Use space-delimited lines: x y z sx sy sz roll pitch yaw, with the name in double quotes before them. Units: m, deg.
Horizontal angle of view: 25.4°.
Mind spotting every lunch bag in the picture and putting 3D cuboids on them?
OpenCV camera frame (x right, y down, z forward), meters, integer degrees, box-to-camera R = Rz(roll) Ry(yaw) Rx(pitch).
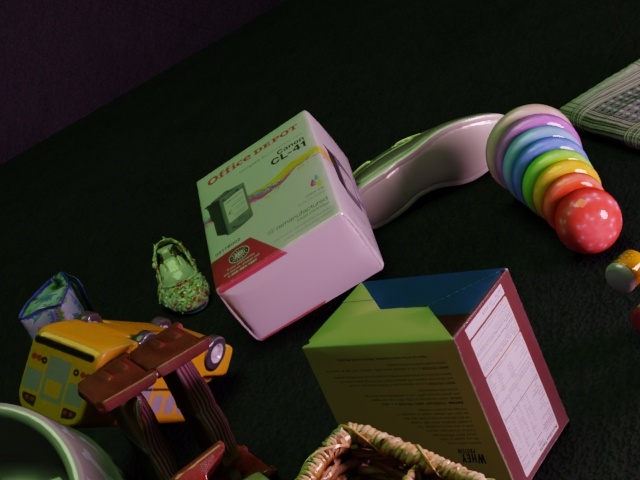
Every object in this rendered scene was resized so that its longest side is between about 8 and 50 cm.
"lunch bag" -0.407 0.132 2.290 0.096 0.129 0.151 -20 19 8

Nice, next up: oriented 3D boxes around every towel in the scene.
"towel" 0.572 -0.245 2.232 0.324 0.056 0.312 -28 20 -11

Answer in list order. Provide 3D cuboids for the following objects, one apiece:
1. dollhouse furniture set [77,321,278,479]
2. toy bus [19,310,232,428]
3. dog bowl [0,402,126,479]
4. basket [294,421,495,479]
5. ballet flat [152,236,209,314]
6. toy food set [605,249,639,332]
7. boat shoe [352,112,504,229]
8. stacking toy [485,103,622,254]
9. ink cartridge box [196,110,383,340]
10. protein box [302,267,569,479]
"dollhouse furniture set" -0.118 0.245 1.586 0.152 0.201 0.374 -31 21 -18
"toy bus" -0.246 0.171 1.873 0.108 0.130 0.332 16 2 25
"dog bowl" -0.384 0.337 1.576 0.348 0.102 0.349 -9 55 13
"basket" 0.073 0.313 1.175 0.213 0.223 0.299 -9 25 36
"ballet flat" -0.245 0.055 2.375 0.091 0.077 0.241 -27 21 -8
"toy food set" 0.401 0.073 1.554 0.104 0.111 0.232 -38 27 -33
"boat shoe" 0.169 -0.127 2.314 0.305 0.109 0.091 -29 25 -3
"stacking toy" 0.335 -0.080 1.992 0.141 0.141 0.330 -24 24 2
"ink cartridge box" -0.054 -0.027 2.147 0.226 0.131 0.306 -33 35 10
"protein box" 0.126 0.156 1.530 0.199 0.201 0.136 -7 27 39
